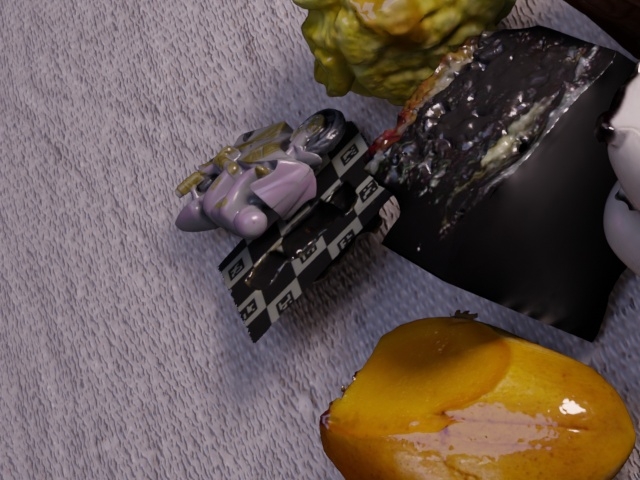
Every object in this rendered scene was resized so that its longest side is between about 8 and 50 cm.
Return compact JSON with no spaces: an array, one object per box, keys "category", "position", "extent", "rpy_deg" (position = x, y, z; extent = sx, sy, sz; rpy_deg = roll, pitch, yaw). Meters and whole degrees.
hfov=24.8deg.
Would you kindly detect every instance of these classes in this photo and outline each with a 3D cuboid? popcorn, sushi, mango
[{"category":"popcorn","position":[0.074,-0.243,1.410],"extent":[0.235,0.217,0.181],"rpy_deg":[-25,55,15]},{"category":"sushi","position":[0.167,-0.071,1.272],"extent":[0.212,0.215,0.227],"rpy_deg":[31,96,46]},{"category":"sushi","position":[0.000,0.000,1.482],"extent":[0.215,0.050,0.192],"rpy_deg":[-47,27,8]},{"category":"mango","position":[0.145,0.170,1.257],"extent":[0.257,0.138,0.187],"rpy_deg":[13,68,37]}]

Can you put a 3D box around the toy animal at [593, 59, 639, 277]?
[{"category":"toy animal","position":[0.317,-0.030,1.135],"extent":[0.165,0.235,0.187],"rpy_deg":[-38,50,-22]}]

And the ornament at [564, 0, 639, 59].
[{"category":"ornament","position":[0.297,-0.254,1.239],"extent":[0.235,0.218,0.221],"rpy_deg":[-39,54,19]}]

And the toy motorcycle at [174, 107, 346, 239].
[{"category":"toy motorcycle","position":[-0.070,-0.056,1.521],"extent":[0.225,0.073,0.152],"rpy_deg":[-19,38,40]}]
